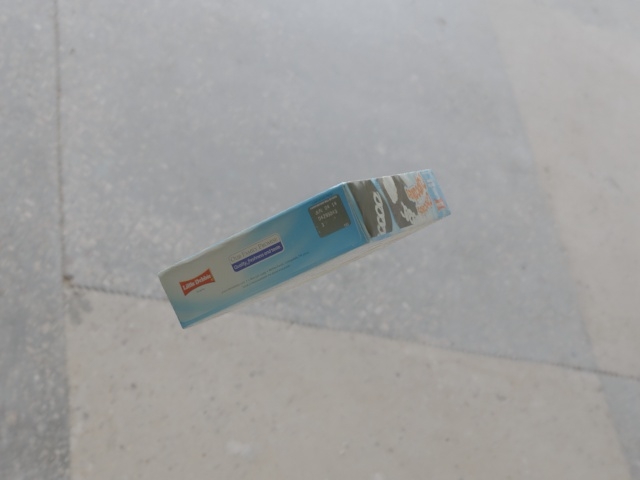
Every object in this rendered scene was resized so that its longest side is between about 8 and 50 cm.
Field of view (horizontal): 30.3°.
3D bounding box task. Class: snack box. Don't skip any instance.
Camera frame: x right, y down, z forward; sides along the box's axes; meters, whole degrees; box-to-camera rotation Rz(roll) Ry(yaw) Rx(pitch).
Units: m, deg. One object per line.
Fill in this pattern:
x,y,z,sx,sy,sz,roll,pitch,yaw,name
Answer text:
0.000,0.000,1.124,0.060,0.187,0.322,66,18,3,snack box
